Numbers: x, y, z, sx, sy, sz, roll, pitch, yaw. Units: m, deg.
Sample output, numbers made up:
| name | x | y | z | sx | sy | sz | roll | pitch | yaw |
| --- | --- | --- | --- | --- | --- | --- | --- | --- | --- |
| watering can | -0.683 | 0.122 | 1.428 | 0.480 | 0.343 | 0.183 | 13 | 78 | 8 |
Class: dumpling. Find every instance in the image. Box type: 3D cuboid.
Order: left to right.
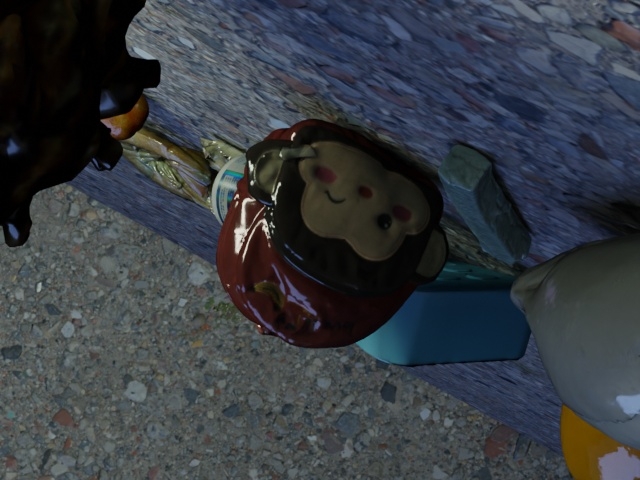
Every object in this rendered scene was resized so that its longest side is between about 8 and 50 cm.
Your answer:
| name | x | y | z | sx | sy | sz | roll | pitch | yaw |
| --- | --- | --- | --- | --- | --- | --- | --- | --- | --- |
| dumpling | 0.307 | 0.093 | 1.141 | 0.260 | 0.181 | 0.341 | 21 | 154 | -21 |

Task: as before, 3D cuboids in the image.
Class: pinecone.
| name | x | y | z | sx | sy | sz | roll | pitch | yaw |
| --- | --- | --- | --- | --- | --- | --- | --- | --- | --- |
| pinecone | -0.292 | -0.138 | 0.994 | 0.398 | 0.397 | 0.398 | 28 | 173 | 4 |

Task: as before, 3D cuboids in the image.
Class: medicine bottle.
| name | x | y | z | sx | sy | sz | roll | pitch | yaw |
| --- | --- | --- | --- | --- | --- | --- | --- | --- | --- |
| medicine bottle | -0.038 | -0.041 | 1.707 | 0.107 | 0.107 | 0.191 | 33 | 170 | -35 |

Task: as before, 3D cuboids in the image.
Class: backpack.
| name | x | y | z | sx | sy | sz | roll | pitch | yaw |
| --- | --- | --- | --- | --- | --- | --- | --- | --- | --- |
| backpack | 0.000 | 0.000 | 1.423 | 0.229 | 0.229 | 0.139 | 30 | 176 | -11 |

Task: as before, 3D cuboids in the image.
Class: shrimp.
| name | x | y | z | sx | sy | sz | roll | pitch | yaw |
| --- | --- | --- | --- | --- | --- | --- | --- | --- | --- |
| shrimp | -0.198 | -0.107 | 2.055 | 0.254 | 0.059 | 0.145 | 31 | 164 | 13 |

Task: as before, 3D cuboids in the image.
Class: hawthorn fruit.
| name | x | y | z | sx | sy | sz | roll | pitch | yaw |
| --- | --- | --- | --- | --- | --- | --- | --- | --- | --- |
| hawthorn fruit | -0.252 | -0.163 | 1.812 | 0.077 | 0.077 | 0.077 | 28 | 173 | 4 |

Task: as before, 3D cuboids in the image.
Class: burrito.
| name | x | y | z | sx | sy | sz | roll | pitch | yaw |
| --- | --- | --- | --- | --- | --- | --- | --- | --- | --- |
| burrito | -0.073 | -0.076 | 1.848 | 0.188 | 0.045 | 0.058 | 31 | 147 | -4 |

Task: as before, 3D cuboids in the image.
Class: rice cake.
| name | x | y | z | sx | sy | sz | roll | pitch | yaw |
| --- | --- | --- | --- | --- | --- | --- | --- | --- | --- |
| rice cake | 0.153 | -0.028 | 1.348 | 0.045 | 0.042 | 0.245 | 28 | 174 | 24 |

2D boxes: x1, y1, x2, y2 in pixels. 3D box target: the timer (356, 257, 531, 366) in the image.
| name | x | y | z | sx | sy | sz | roll | pitch | yaw |
| --- | --- | --- | --- | --- | --- | --- | --- | --- | --- |
| timer | 0.103 | 0.051 | 1.701 | 0.232 | 0.091 | 0.250 | -1 | -158 | -37 |

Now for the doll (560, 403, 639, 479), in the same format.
| name | x | y | z | sx | sy | sz | roll | pitch | yaw |
| --- | --- | --- | --- | --- | --- | --- | --- | --- | --- |
| doll | 0.350 | 0.158 | 1.475 | 0.213 | 0.236 | 0.213 | 3 | 133 | 3 |
